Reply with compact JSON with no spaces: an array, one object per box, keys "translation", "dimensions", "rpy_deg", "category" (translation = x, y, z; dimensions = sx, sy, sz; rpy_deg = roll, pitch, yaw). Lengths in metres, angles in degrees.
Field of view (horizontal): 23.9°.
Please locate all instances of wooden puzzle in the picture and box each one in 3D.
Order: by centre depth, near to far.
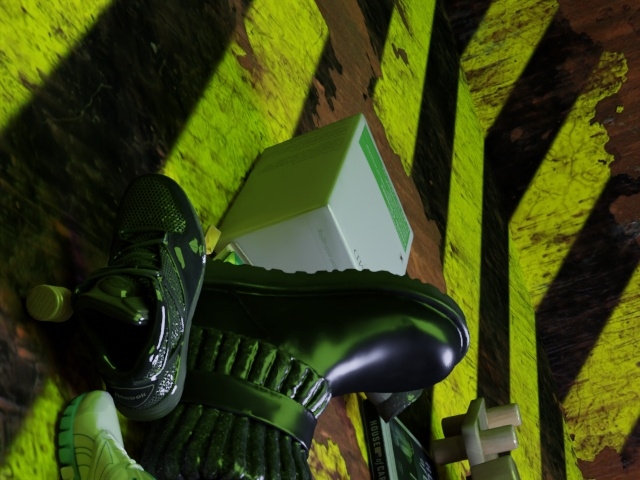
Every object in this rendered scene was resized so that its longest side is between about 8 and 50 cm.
[{"translation":[-0.096,0.043,1.660],"dimensions":[0.116,0.014,0.078],"rpy_deg":[49,46,-15],"category":"wooden puzzle"}]

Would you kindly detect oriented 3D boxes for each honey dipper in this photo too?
[{"translation":[-0.207,0.059,1.310],"dimensions":[0.160,0.030,0.030],"rpy_deg":[23,49,-74],"category":"honey dipper"}]

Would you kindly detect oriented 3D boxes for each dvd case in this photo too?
[{"translation":[0.123,0.343,2.094],"dimensions":[0.239,0.029,0.179],"rpy_deg":[50,25,-51],"category":"dvd case"}]

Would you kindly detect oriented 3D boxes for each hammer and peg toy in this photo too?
[{"translation":[0.247,0.386,2.208],"dimensions":[0.361,0.127,0.266],"rpy_deg":[-28,104,-80],"category":"hammer and peg toy"}]

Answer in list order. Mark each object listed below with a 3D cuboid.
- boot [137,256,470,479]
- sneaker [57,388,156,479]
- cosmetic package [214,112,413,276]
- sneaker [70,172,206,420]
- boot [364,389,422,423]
[{"translation":[-0.008,0.159,1.422],"dimensions":[0.260,0.347,0.131],"rpy_deg":[-100,-159,-44],"category":"boot"},{"translation":[-0.161,0.193,1.197],"dimensions":[0.071,0.083,0.191],"rpy_deg":[54,21,-42],"category":"sneaker"},{"translation":[0.000,0.000,1.862],"dimensions":[0.365,0.155,0.197],"rpy_deg":[-74,142,-67],"category":"cosmetic package"},{"translation":[-0.154,0.028,1.301],"dimensions":[0.130,0.087,0.228],"rpy_deg":[76,17,-62],"category":"sneaker"},{"translation":[0.075,0.142,2.052],"dimensions":[0.161,0.083,0.246],"rpy_deg":[49,13,0],"category":"boot"}]
